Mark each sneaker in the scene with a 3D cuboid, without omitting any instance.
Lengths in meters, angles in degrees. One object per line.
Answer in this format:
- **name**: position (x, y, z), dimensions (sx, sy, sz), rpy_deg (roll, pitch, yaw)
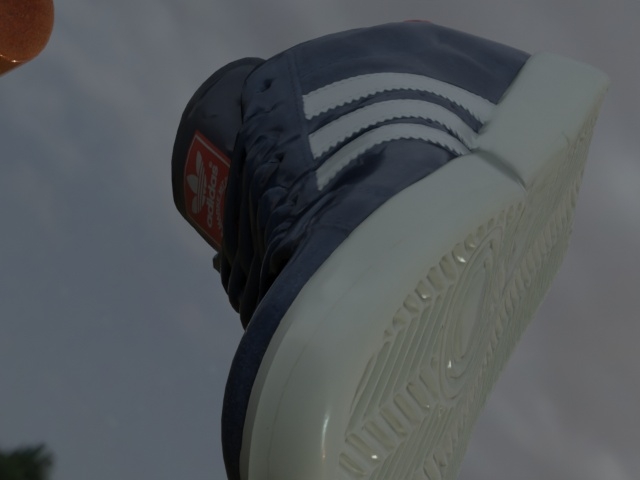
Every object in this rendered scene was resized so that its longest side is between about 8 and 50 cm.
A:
- **sneaker**: position (0.000, 0.000, 0.706), dimensions (0.148, 0.131, 0.350), rpy_deg (16, 19, 12)

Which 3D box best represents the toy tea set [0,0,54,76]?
- **toy tea set**: position (-0.166, -0.224, 1.071), dimensions (0.124, 0.336, 0.200), rpy_deg (-9, -54, 43)
